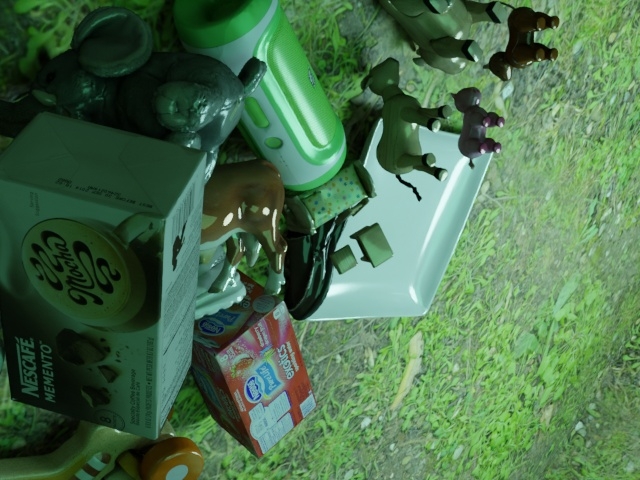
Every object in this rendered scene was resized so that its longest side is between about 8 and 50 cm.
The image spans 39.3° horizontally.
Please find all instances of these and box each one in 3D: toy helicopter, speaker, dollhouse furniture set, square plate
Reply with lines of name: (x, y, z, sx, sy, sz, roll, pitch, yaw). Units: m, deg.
toy helicopter: (-0.343, 0.319, 1.166, 0.355, 0.140, 0.235, 7, 118, -39)
speaker: (-0.065, -0.190, 1.099, 0.131, 0.131, 0.296, -48, 142, -13)
dollhouse furniture set: (0.000, 0.000, 1.243, 0.182, 0.101, 0.161, -32, 105, -16)
square plate: (0.130, -0.030, 1.493, 0.347, 0.049, 0.344, 3, 112, -49)

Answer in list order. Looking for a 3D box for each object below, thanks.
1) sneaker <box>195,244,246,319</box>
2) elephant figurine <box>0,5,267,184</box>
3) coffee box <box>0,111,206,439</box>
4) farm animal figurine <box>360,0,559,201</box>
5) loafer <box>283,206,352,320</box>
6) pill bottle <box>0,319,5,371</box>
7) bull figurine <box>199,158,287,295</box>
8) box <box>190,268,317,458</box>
sneaker: (-0.235, 0.066, 1.134, 0.281, 0.105, 0.115, -22, 99, -35)
elephant figurine: (-0.214, -0.155, 0.929, 0.169, 0.239, 0.186, -66, 170, 15)
coffee box: (-0.215, 0.043, 0.885, 0.119, 0.168, 0.297, -70, 173, -51)
farm animal figurine: (0.164, -0.276, 1.276, 0.330, 0.172, 0.327, -43, 126, -21)
loafer: (-0.022, 0.010, 1.340, 0.078, 0.080, 0.220, 13, 95, -28)
pill bottle: (-0.417, 0.155, 0.907, 0.161, 0.161, 0.283, 6, 111, -50)
bull figurine: (-0.174, -0.013, 1.055, 0.310, 0.101, 0.188, -9, 102, -29)
box: (-0.109, 0.179, 1.303, 0.128, 0.122, 0.257, -40, 139, -24)
